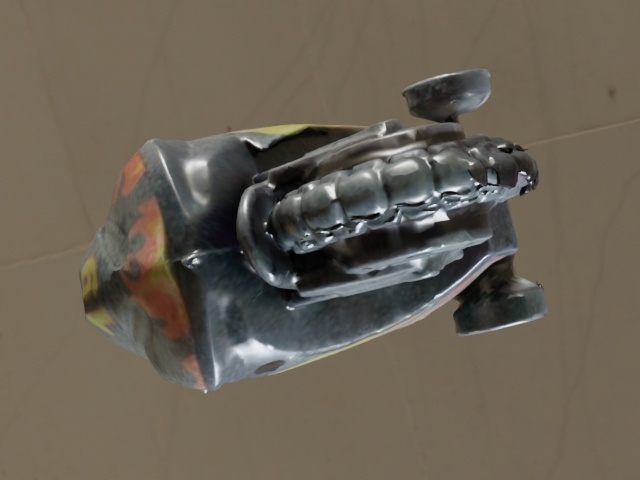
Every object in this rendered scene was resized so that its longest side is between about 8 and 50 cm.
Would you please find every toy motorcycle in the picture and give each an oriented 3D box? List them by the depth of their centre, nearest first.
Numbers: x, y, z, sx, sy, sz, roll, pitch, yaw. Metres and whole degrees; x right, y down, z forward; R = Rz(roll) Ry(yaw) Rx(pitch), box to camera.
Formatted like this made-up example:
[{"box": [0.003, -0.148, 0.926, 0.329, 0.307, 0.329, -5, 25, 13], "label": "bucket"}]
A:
[{"box": [0.000, 0.000, 0.484, 0.173, 0.307, 0.108, -15, -94, 5], "label": "toy motorcycle"}]
